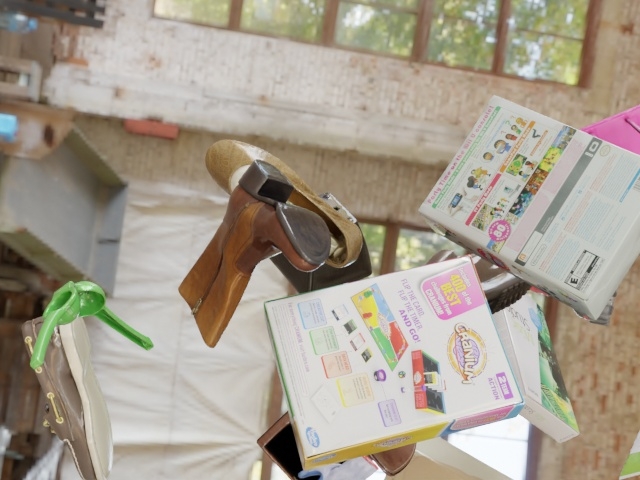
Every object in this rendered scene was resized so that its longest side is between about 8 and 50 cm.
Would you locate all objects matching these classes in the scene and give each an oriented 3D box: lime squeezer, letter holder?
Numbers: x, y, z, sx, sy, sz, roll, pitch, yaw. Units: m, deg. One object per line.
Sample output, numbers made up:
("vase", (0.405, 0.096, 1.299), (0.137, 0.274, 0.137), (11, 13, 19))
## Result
("lime squeezer", (-0.320, 0.107, 1.313), (0.310, 0.058, 0.110), (8, 67, -75))
("letter holder", (0.045, 0.371, 1.846), (0.152, 0.214, 0.302), (-45, 171, 11))

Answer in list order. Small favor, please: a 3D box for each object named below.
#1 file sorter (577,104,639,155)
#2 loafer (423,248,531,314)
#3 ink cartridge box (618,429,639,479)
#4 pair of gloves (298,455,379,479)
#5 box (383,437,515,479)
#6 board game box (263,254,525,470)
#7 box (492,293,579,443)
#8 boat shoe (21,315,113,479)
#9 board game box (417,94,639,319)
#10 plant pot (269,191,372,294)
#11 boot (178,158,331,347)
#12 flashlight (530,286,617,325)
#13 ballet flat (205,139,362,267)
("file sorter", (0.515, -0.085, 1.736), (0.182, 0.290, 0.202), (-89, 155, -67))
("loafer", (0.215, 0.094, 1.783), (0.130, 0.365, 0.134), (56, -34, 26))
("ink cartridge box", (0.529, 0.257, 1.327), (0.188, 0.097, 0.255), (-28, -172, 42))
("pair of gloves", (0.053, 0.423, 1.583), (0.159, 0.198, 0.023), (-43, -177, 16))
("box", (0.301, 0.550, 2.171), (0.121, 0.311, 0.148), (-17, 129, -62))
("board game box", (0.099, 0.170, 1.422), (0.064, 0.316, 0.242), (93, -17, -62))
("box", (0.418, 0.229, 2.044), (0.058, 0.232, 0.322), (-29, -133, 26))
("boat shoe", (-0.441, 0.281, 1.755), (0.116, 0.096, 0.324), (-93, 174, -71))
("board game box", (0.331, -0.056, 1.488), (0.224, 0.303, 0.097), (-56, 146, -4))
("plant pot", (0.000, 0.000, 2.349), (0.188, 0.187, 0.167), (47, -30, 38))
("boot", (-0.118, 0.049, 1.542), (0.280, 0.096, 0.264), (-57, -134, 18))
("flashlight", (0.546, 0.121, 2.383), (0.103, 0.304, 0.103), (-37, 135, -62))
("ballet flat", (-0.067, -0.059, 1.824), (0.116, 0.342, 0.124), (-48, -169, 18))
